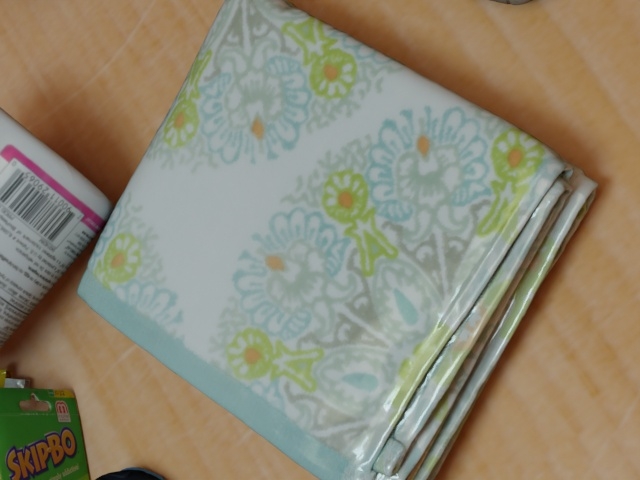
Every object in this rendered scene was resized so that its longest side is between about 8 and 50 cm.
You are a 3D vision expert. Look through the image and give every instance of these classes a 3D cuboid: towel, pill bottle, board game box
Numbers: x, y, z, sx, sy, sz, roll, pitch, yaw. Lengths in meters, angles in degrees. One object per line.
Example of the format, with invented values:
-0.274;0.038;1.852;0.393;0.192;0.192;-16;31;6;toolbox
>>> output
0.000;0.000;1.225;0.374;0.090;0.320;33;96;27;towel
-0.329;0.028;1.309;0.160;0.160;0.283;38;84;26;pill bottle
-0.240;0.257;1.290;0.039;0.124;0.259;-15;77;25;board game box

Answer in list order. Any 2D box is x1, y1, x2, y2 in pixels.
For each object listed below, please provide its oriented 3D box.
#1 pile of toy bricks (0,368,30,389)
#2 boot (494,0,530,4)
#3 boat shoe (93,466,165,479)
-0.336;0.219;1.340;0.105;0.118;0.212;4;83;8;pile of toy bricks
0.154;-0.247;1.205;0.087;0.042;0.118;-2;83;21;boot
-0.121;0.306;1.243;0.258;0.089;0.109;43;103;25;boat shoe
